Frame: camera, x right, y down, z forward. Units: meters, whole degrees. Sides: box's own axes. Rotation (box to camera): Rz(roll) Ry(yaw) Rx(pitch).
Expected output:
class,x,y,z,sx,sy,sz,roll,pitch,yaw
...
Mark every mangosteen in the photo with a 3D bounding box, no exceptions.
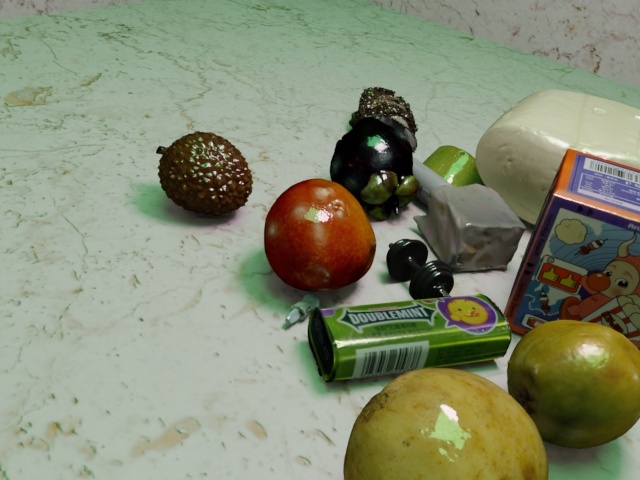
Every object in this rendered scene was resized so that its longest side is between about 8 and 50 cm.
class,x,y,z,sx,sy,sz,roll,pitch,yaw
mangosteen,0.136,-0.171,1.534,0.243,0.242,0.243,8,33,-5

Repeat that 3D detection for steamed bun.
class,x,y,z,sx,sy,sz,roll,pitch,yaw
steamed bun,0.649,-0.179,1.617,0.456,0.289,0.371,24,40,23

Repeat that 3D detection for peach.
class,x,y,z,sx,sy,sz,roll,pitch,yaw
peach,0.000,0.000,1.236,0.244,0.199,0.243,26,41,-25

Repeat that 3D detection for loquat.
class,x,y,z,sx,sy,sz,roll,pitch,yaw
loquat,0.425,0.222,1.008,0.246,0.213,0.213,-10,38,-18

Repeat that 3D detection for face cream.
class,x,y,z,sx,sy,sz,roll,pitch,yaw
face cream,0.265,-0.145,1.619,0.073,0.107,0.269,-32,50,-18

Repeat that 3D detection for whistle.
class,x,y,z,sx,sy,sz,roll,pitch,yaw
whistle,-0.033,0.127,1.177,0.035,0.035,0.100,27,37,23

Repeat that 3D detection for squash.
class,x,y,z,sx,sy,sz,roll,pitch,yaw
squash,0.370,-0.210,1.763,0.192,0.085,0.184,29,36,28

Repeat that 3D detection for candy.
class,x,y,z,sx,sy,sz,roll,pitch,yaw
candy,0.338,-0.029,1.431,0.185,0.137,0.195,-1,37,-17

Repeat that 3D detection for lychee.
class,x,y,z,sx,sy,sz,roll,pitch,yaw
lychee,-0.262,-0.153,1.401,0.238,0.200,0.200,32,37,10

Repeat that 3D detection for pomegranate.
class,x,y,z,sx,sy,sz,roll,pitch,yaw
pomegranate,0.158,0.289,0.801,0.261,0.260,0.260,8,33,-5

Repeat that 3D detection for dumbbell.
class,x,y,z,sx,sy,sz,roll,pitch,yaw
dumbbell,0.199,0.061,1.281,0.099,0.099,0.208,-8,33,-27

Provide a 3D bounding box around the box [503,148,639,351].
class,x,y,z,sx,sy,sz,roll,pitch,yaw
box,0.575,0.051,1.208,0.349,0.318,0.257,22,34,15

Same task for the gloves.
class,x,y,z,sx,sy,sz,roll,pitch,yaw
gloves,0.190,-0.357,1.887,0.211,0.135,0.312,12,33,1

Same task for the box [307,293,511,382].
class,x,y,z,sx,sy,sz,roll,pitch,yaw
box,0.156,0.164,1.117,0.346,0.097,0.134,-3,35,-20
